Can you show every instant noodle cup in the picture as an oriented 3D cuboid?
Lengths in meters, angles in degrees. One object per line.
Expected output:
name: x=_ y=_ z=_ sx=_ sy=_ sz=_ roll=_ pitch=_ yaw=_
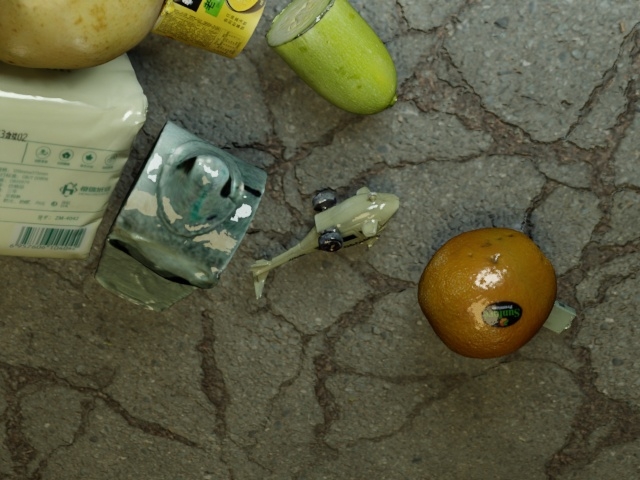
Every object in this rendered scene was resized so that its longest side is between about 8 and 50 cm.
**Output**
instant noodle cup: x=-0.143 y=-0.313 z=1.271 sx=0.122 sy=0.151 sz=0.151 roll=21 pitch=126 yaw=-21

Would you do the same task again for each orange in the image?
orange: x=0.247 y=0.076 z=1.462 sx=0.206 sy=0.206 sz=0.206 roll=3 pitch=125 yaw=5

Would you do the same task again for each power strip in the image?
power strip: x=0.341 y=0.104 z=1.573 sx=0.136 sy=0.019 sz=0.051 roll=25 pitch=126 yaw=-10

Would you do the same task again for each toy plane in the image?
toy plane: x=0.000 y=0.000 z=1.511 sx=0.286 sy=0.092 sz=0.108 roll=-26 pitch=143 yaw=21

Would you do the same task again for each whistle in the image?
whistle: x=-0.226 y=-0.003 z=1.466 sx=0.168 sy=0.188 sz=0.405 roll=27 pitch=124 yaw=-12

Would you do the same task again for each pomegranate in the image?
pomegranate: x=-0.310 y=-0.351 z=1.148 sx=0.319 sy=0.319 sz=0.319 roll=3 pitch=125 yaw=5

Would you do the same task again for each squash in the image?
squash: x=0.032 y=-0.243 z=1.312 sx=0.123 sy=0.123 sz=0.186 roll=-35 pitch=119 yaw=27

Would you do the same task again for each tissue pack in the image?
tissue pack: x=-0.459 y=-0.139 z=1.310 sx=0.380 sy=0.207 sz=0.297 roll=7 pitch=129 yaw=-35
